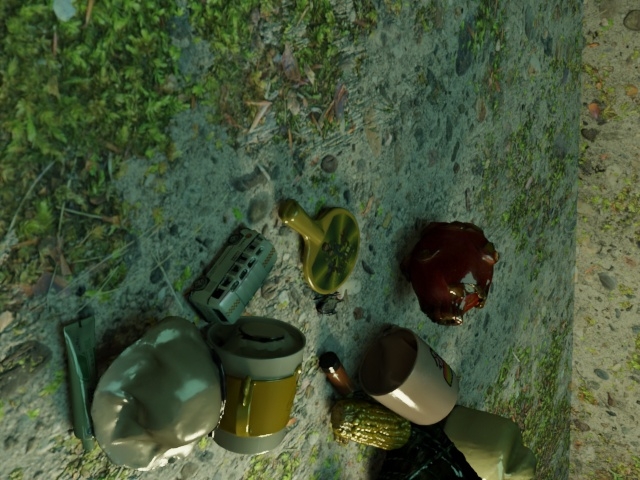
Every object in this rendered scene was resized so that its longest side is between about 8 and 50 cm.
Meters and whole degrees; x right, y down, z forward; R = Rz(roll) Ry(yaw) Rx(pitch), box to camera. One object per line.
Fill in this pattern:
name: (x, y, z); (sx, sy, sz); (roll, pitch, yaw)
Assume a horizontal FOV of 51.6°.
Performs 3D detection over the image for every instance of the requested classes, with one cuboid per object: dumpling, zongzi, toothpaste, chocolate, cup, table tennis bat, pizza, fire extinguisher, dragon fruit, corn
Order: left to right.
toothpaste: (-0.373, 0.230, 1.046); (0.064, 0.041, 0.218); (-22, 114, -61)
dumpling: (-0.250, 0.270, 1.099); (0.204, 0.163, 0.293); (-43, 142, -63)
cup: (-0.131, 0.279, 1.232); (0.241, 0.185, 0.226); (-79, 176, -72)
table tennis bat: (0.000, 0.000, 1.459); (0.321, 0.050, 0.199); (43, 68, -53)
pizza: (0.054, 0.504, 1.685); (0.037, 0.016, 0.083); (-49, 136, -23)
fire extinguisher: (0.052, 0.336, 1.603); (0.050, 0.062, 0.177); (-86, 155, -43)
corn: (0.131, 0.467, 1.695); (0.321, 0.119, 0.119); (31, 75, -45)
cup: (0.230, 0.334, 1.708); (0.200, 0.191, 0.253); (40, 24, -29)
zongzi: (0.259, 0.613, 1.840); (0.383, 0.319, 0.362); (-22, 76, -32)
dragon fruit: (0.344, 0.075, 1.763); (0.315, 0.250, 0.250); (-59, 139, -19)
chocolate: (0.509, 0.704, 2.104); (0.326, 0.296, 0.314); (-44, 126, -35)

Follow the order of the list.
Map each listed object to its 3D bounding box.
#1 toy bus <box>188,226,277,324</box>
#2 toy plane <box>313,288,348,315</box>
toy bus: (-0.154, 0.066, 1.238); (0.194, 0.089, 0.087); (-56, 138, -28)
toy plane: (0.026, 0.145, 1.539); (0.120, 0.031, 0.049); (-8, 98, -48)
